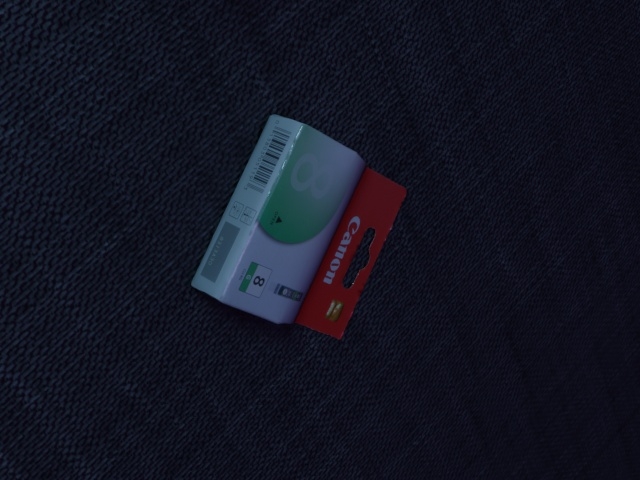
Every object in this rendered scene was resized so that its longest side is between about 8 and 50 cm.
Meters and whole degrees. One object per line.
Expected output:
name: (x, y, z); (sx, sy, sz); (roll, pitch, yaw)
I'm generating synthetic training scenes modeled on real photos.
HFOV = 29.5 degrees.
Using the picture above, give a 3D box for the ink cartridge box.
ink cartridge box: (0.000, 0.000, 1.186); (0.224, 0.056, 0.181); (25, 90, -44)
